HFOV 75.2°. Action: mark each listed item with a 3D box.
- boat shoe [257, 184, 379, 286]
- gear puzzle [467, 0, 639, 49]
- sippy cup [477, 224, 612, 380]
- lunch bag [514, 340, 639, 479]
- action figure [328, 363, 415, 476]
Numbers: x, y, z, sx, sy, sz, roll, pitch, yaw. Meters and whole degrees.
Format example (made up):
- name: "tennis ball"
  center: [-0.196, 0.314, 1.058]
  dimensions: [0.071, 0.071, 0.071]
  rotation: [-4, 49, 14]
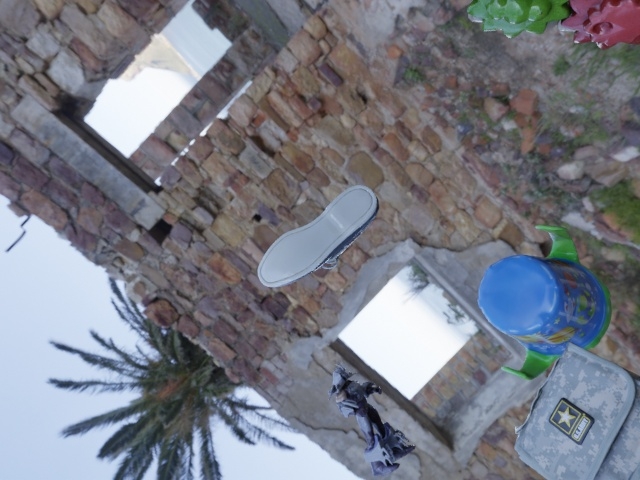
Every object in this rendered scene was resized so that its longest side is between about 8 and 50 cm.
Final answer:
- name: "boat shoe"
  center: [0.000, 0.000, 0.758]
  dimensions: [0.095, 0.254, 0.079]
  rotation: [47, 179, 25]
- name: "gear puzzle"
  center: [0.190, -0.202, 0.301]
  dimensions: [0.339, 0.044, 0.175]
  rotation: [13, 168, 12]
- name: "sippy cup"
  center: [0.473, 0.132, 0.914]
  dimensions: [0.224, 0.240, 0.305]
  rotation: [17, -128, -39]
- name: "lunch bag"
  center: [0.509, 0.340, 0.705]
  dimensions: [0.287, 0.235, 0.169]
  rotation: [27, -175, 31]
- name: "action figure"
  center: [0.118, 0.446, 1.085]
  dimensions: [0.285, 0.099, 0.185]
  rotation: [57, -151, 12]
